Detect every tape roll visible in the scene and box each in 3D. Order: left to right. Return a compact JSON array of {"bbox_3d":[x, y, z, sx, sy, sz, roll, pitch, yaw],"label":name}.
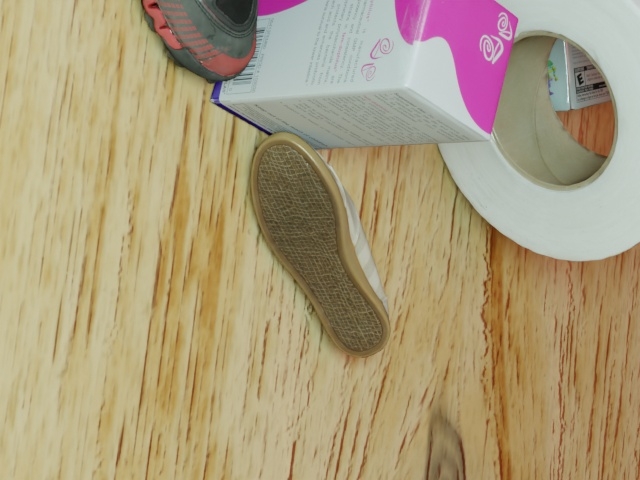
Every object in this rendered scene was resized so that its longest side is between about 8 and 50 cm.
[{"bbox_3d":[0.234,-0.130,1.402,0.100,0.286,0.286,-24,107,-40],"label":"tape roll"}]

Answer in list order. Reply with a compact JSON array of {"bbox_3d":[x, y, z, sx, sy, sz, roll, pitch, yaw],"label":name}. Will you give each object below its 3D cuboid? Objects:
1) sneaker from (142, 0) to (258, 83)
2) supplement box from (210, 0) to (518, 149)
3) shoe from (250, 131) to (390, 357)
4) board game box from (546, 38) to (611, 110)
[{"bbox_3d":[-0.085,-0.259,1.196,0.097,0.135,0.276,-21,106,-44],"label":"sneaker"},{"bbox_3d":[0.034,-0.146,1.251,0.114,0.220,0.111,27,72,-41],"label":"supplement box"},{"bbox_3d":[0.000,0.000,1.338,0.058,0.076,0.219,-79,148,-64],"label":"shoe"},{"bbox_3d":[0.267,-0.294,1.563,0.224,0.097,0.303,-15,102,-44],"label":"board game box"}]
